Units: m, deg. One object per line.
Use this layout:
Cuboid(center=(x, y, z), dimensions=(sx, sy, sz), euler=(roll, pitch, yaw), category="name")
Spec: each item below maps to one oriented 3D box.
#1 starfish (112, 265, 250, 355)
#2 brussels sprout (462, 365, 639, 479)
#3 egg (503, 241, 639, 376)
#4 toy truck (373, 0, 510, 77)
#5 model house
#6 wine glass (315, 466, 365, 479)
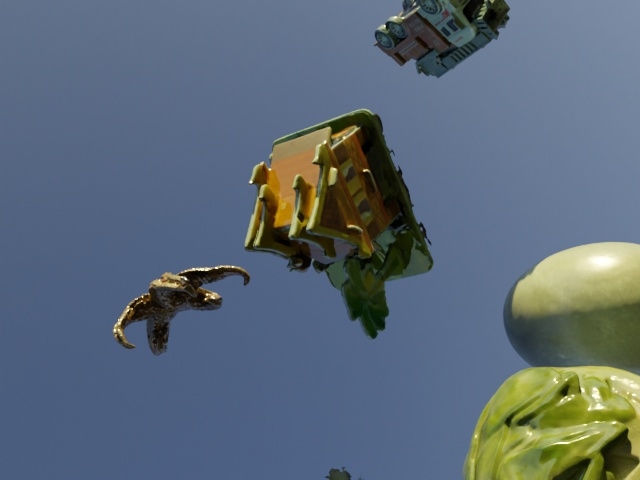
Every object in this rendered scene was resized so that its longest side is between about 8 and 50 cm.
Cuboid(center=(-0.191, 0.082, 1.086), dimensions=(0.190, 0.146, 0.074), euler=(-35, -115, -3), category="starfish")
Cuboid(center=(0.353, 0.313, 1.089), dimensions=(0.247, 0.328, 0.328), euler=(41, -118, -47), category="brussels sprout")
Cuboid(center=(0.504, 0.131, 1.424), dimensions=(0.258, 0.352, 0.258), euler=(18, -114, -47), category="egg")
Cuboid(center=(0.266, -0.461, 1.670), dimensions=(0.184, 0.338, 0.133), euler=(42, -109, -12), category="toy truck")
Cuboid(center=(0.000, 0.000, 1.369), dimensions=(0.313, 0.242, 0.358), euler=(-42, -66, -51), category="model house")
Cuboid(center=(0.068, 0.522, 1.235), dimensions=(0.143, 0.143, 0.321), euler=(-27, -82, -35), category="wine glass")
